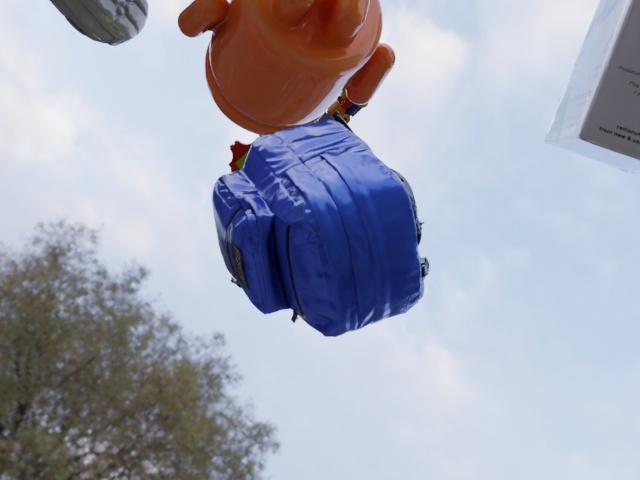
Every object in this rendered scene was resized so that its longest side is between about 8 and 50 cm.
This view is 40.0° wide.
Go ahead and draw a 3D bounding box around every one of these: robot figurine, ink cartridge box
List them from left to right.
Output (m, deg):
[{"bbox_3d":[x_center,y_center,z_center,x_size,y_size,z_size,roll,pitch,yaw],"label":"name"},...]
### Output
[{"bbox_3d":[-0.029,-0.171,0.762,0.128,0.158,0.219,65,-28,9],"label":"robot figurine"},{"bbox_3d":[0.349,-0.215,0.906,0.117,0.201,0.278,20,-84,3],"label":"ink cartridge box"}]

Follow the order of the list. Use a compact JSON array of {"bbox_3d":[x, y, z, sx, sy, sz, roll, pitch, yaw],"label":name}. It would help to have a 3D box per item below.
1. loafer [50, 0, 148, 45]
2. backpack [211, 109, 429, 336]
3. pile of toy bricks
[{"bbox_3d":[-0.362,-0.386,1.152,0.112,0.112,0.319,-6,-48,42],"label":"loafer"},{"bbox_3d":[0.000,0.000,0.492,0.120,0.101,0.097,43,-28,54],"label":"backpack"},{"bbox_3d":[-0.036,-0.160,1.160,0.105,0.212,0.118,47,8,-6],"label":"pile of toy bricks"}]
